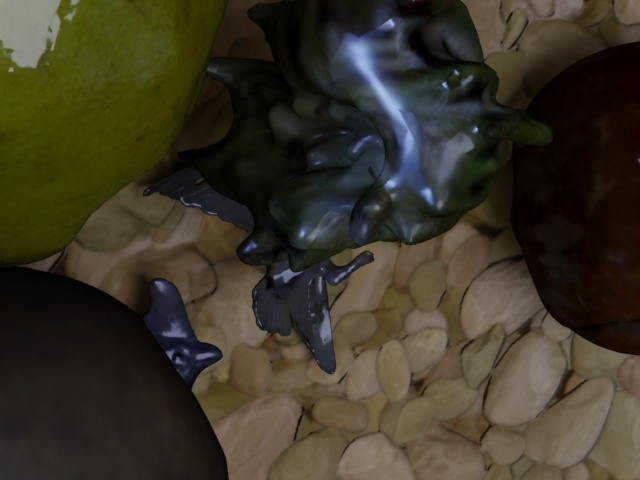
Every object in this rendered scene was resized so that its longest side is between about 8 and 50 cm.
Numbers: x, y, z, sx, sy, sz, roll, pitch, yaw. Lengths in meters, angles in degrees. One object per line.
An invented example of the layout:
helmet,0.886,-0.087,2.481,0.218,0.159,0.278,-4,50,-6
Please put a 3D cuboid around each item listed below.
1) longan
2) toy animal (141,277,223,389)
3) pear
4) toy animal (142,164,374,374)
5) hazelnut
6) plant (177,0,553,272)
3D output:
longan,-0.203,0.157,1.133,0.297,0.297,0.297,-12,114,-28
toy animal,-0.124,0.227,1.324,0.206,0.081,0.367,30,85,-32
pear,-0.203,-0.171,1.020,0.287,0.287,0.375,-31,102,-19
toy animal,0.000,0.000,1.317,0.155,0.095,0.219,-40,125,-8
hazelnut,0.248,-0.031,1.415,0.218,0.218,0.234,-13,95,-28
plant,0.076,-0.102,1.208,0.333,0.251,0.180,-23,108,-43
